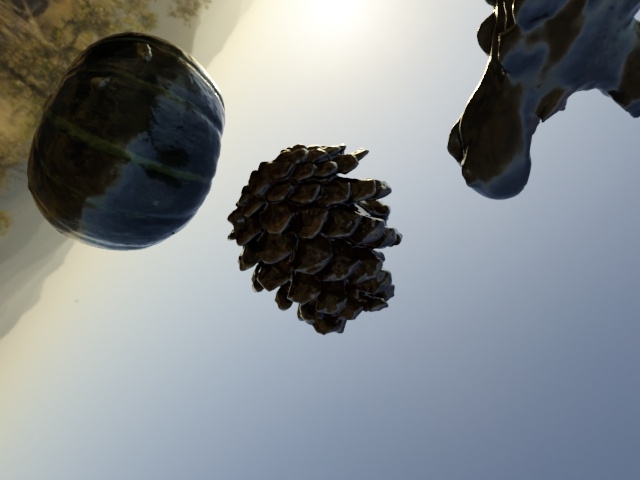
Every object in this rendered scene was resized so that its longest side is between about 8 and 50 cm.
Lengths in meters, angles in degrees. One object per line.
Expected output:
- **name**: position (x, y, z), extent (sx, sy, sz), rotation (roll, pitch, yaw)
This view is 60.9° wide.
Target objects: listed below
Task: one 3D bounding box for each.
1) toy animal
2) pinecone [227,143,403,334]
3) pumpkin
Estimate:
- **toy animal**: position (0.140, -0.190, 0.287), extent (0.169, 0.343, 0.106), rotation (-8, -157, 11)
- **pinecone**: position (0.002, -0.004, 0.605), extent (0.184, 0.204, 0.179), rotation (-38, -177, 36)
- **pumpkin**: position (-0.284, -0.143, 0.807), extent (0.323, 0.242, 0.323), rotation (-41, -141, 45)
